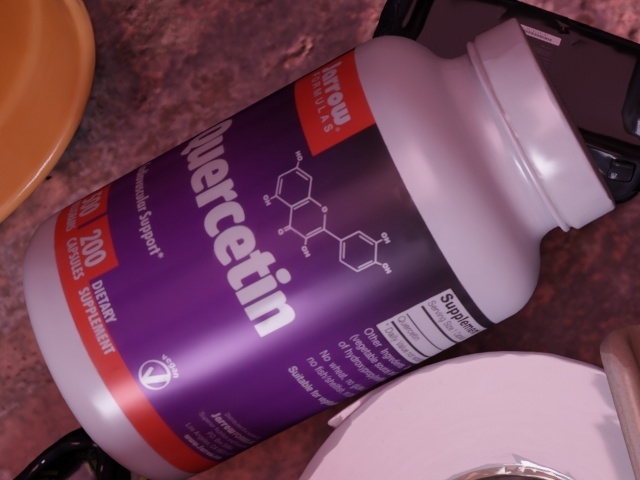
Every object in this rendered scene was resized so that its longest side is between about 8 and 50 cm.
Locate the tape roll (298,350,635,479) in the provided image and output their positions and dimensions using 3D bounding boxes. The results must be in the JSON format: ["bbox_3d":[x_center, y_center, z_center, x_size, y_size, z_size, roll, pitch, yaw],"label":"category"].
[{"bbox_3d":[0.114,0.208,0.950,0.286,0.100,0.286,-1,81,9],"label":"tape roll"}]

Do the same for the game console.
[{"bbox_3d":[0.205,-0.084,1.014,0.361,0.044,0.213,21,83,11],"label":"game console"}]

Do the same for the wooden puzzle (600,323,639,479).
[{"bbox_3d":[0.313,0.184,0.874,0.347,0.080,0.322,-8,78,-29],"label":"wooden puzzle"}]

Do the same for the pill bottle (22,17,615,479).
[{"bbox_3d":[0.000,0.000,0.940,0.323,0.181,0.182,-28,78,11],"label":"pill bottle"}]

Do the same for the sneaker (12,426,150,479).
[{"bbox_3d":[-0.200,0.199,0.999,0.084,0.097,0.235,37,88,13],"label":"sneaker"}]

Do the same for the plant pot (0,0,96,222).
[{"bbox_3d":[-0.316,-0.131,0.993,0.291,0.291,0.203,-39,62,1],"label":"plant pot"}]
